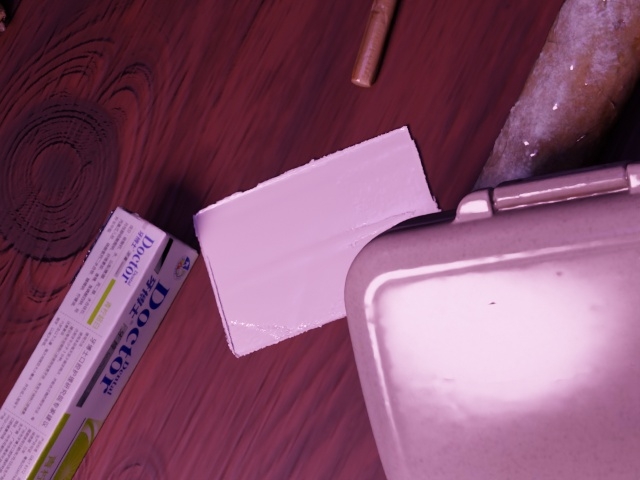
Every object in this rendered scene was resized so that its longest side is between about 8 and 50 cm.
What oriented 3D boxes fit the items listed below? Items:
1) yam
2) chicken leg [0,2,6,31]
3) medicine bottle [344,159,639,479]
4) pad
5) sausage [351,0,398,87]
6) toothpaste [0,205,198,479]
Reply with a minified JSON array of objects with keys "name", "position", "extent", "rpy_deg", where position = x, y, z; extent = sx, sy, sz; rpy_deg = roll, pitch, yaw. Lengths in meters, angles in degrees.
[{"name":"yam","position":[0.207,-0.117,0.942],"extent":[0.093,0.093,0.259],"rpy_deg":[31,108,22]},{"name":"chicken leg","position":[-0.385,-0.311,1.243],"extent":[0.125,0.080,0.196],"rpy_deg":[-47,75,12]},{"name":"medicine bottle","position":[0.212,0.083,0.866],"extent":[0.375,0.123,0.282],"rpy_deg":[-9,101,26]},{"name":"pad","position":[0.000,0.000,1.072],"extent":[0.232,0.004,0.157],"rpy_deg":[-22,70,11]},{"name":"sausage","position":[0.057,-0.211,1.098],"extent":[0.024,0.024,0.132],"rpy_deg":[14,82,20]},{"name":"toothpaste","position":[-0.234,0.134,1.070],"extent":[0.067,0.081,0.337],"rpy_deg":[28,86,21]}]
